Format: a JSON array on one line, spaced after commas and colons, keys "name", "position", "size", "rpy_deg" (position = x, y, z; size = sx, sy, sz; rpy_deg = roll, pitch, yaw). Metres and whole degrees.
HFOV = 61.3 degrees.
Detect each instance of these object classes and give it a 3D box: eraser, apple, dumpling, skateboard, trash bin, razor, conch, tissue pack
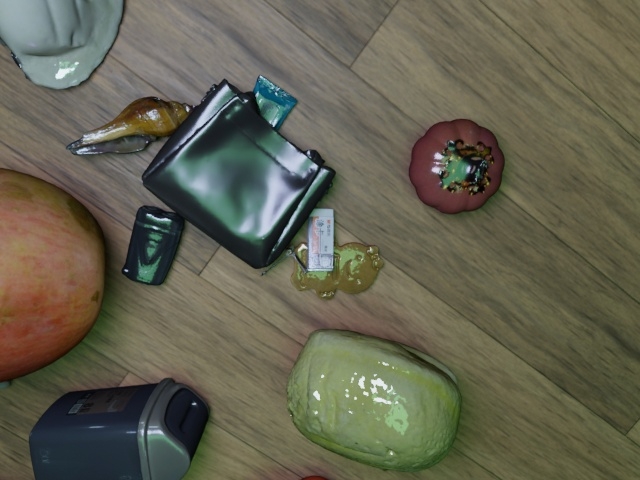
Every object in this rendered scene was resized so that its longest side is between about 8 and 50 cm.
[{"name": "eraser", "position": [0.000, 0.000, 1.054], "size": [0.052, 0.029, 0.122], "rpy_deg": [1, 81, -1]}, {"name": "apple", "position": [-0.528, 0.057, 0.883], "size": [0.363, 0.364, 0.365], "rpy_deg": [-1, 102, -5]}, {"name": "dumpling", "position": [-0.448, -0.412, 0.906], "size": [0.226, 0.243, 0.175], "rpy_deg": [-17, 63, -19]}, {"name": "skateboard", "position": [-0.073, 0.057, 1.068], "size": [0.083, 0.032, 0.064], "rpy_deg": [-34, 98, 16]}, {"name": "trash bin", "position": [-0.373, 0.376, 1.034], "size": [0.290, 0.209, 0.183], "rpy_deg": [-3, 104, 1]}, {"name": "razor", "position": [-0.321, 0.012, 1.036], "size": [0.089, 0.054, 0.148], "rpy_deg": [18, 100, -8]}, {"name": "conch", "position": [-0.333, -0.210, 0.976], "size": [0.232, 0.086, 0.080], "rpy_deg": [-19, 62, 2]}, {"name": "tissue pack", "position": [-0.114, -0.229, 1.017], "size": [0.085, 0.028, 0.138], "rpy_deg": [30, 102, -15]}]

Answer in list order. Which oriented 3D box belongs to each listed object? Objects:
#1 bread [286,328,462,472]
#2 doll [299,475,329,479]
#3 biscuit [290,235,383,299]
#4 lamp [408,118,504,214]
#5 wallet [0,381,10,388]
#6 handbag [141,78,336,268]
[{"name": "bread", "position": [0.096, 0.300, 1.007], "size": [0.320, 0.320, 0.238], "rpy_deg": [14, 81, -8]}, {"name": "doll", "position": [-0.022, 0.577, 1.140], "size": [0.290, 0.130, 0.161], "rpy_deg": [19, 106, -23]}, {"name": "biscuit", "position": [0.029, 0.058, 1.090], "size": [0.183, 0.027, 0.134], "rpy_deg": [14, 98, -7]}, {"name": "lamp", "position": [0.257, -0.137, 1.013], "size": [0.181, 0.140, 0.182], "rpy_deg": [0, 97, -3]}, {"name": "wallet", "position": [-0.657, 0.242, 1.003], "size": [0.124, 0.183, 0.032], "rpy_deg": [20, 68, -5]}, {"name": "handbag", "position": [-0.141, -0.115, 0.986], "size": [0.285, 0.113, 0.257], "rpy_deg": [39, 101, -13]}]
